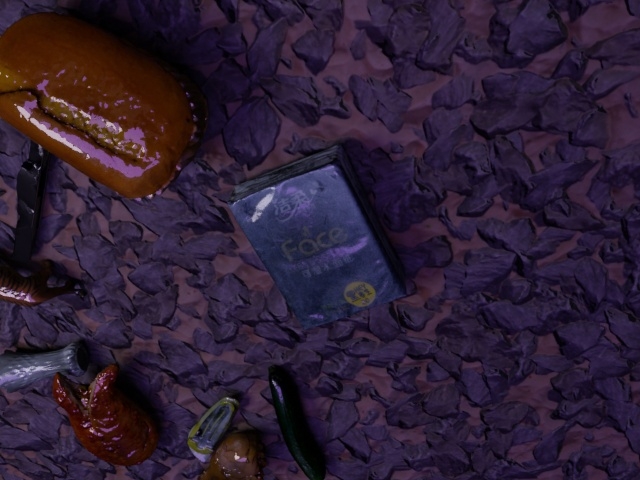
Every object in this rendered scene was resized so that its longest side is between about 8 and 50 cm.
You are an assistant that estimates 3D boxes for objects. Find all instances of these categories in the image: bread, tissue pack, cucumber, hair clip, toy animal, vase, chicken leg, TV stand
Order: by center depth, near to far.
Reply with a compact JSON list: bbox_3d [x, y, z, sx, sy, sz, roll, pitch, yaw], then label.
[{"bbox_3d":[-0.303,-0.179,0.967,0.288,0.156,0.204,31,101,-7],"label":"bread"},{"bbox_3d":[0.000,0.000,1.100,0.185,0.081,0.257,-21,117,17],"label":"tissue pack"},{"bbox_3d":[-0.460,-0.070,1.131,0.036,0.042,0.249,18,121,-7],"label":"TV stand"},{"bbox_3d":[-0.513,0.068,1.185,0.241,0.099,0.056,17,121,-3],"label":"toy animal"},{"bbox_3d":[-0.496,0.224,1.291,0.149,0.081,0.081,-12,118,8],"label":"vase"},{"bbox_3d":[-0.389,0.328,1.305,0.139,0.095,0.268,-14,135,3],"label":"bread"},{"bbox_3d":[-0.045,0.351,1.327,0.056,0.056,0.284,-13,117,13],"label":"cucumber"},{"bbox_3d":[-0.204,0.350,1.355,0.060,0.033,0.188,30,122,-9],"label":"hair clip"},{"bbox_3d":[-0.171,0.440,1.383,0.101,0.085,0.207,24,130,-24],"label":"chicken leg"}]

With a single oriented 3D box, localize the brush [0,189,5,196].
[{"bbox_3d":[-0.546,-0.059,1.162,0.084,0.016,0.013,-33,99,22],"label":"brush"}]
